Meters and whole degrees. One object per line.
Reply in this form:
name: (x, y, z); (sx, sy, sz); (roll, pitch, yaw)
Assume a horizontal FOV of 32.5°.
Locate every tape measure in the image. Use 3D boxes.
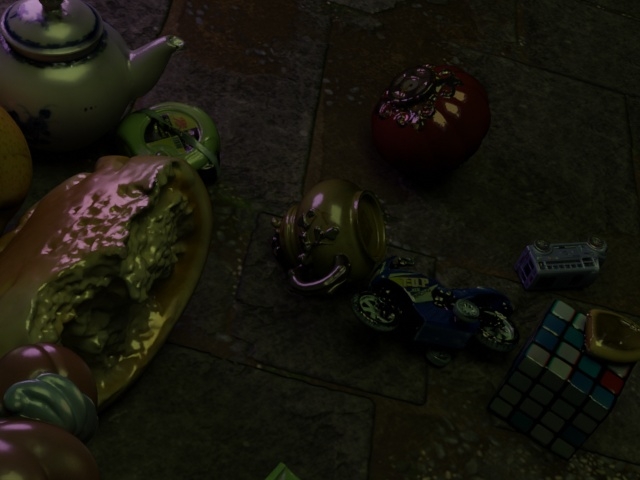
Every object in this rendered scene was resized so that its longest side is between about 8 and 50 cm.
tape measure: (-0.253, -0.148, 1.840); (0.175, 0.106, 0.200); (-23, 57, -20)

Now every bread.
bread: (-0.323, 0.047, 1.464); (0.245, 0.329, 0.424); (31, 57, 9)

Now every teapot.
teapot: (0.000, 0.000, 1.770); (0.182, 0.173, 0.269); (-9, 37, 24)
teapot: (-0.430, -0.293, 1.772); (0.423, 0.280, 0.252); (3, 46, -6)

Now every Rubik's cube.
Rubik's cube: (0.375, 0.215, 1.700); (0.155, 0.154, 0.151); (33, 46, 11)

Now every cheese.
cheese: (0.479, 0.158, 1.658); (0.162, 0.036, 0.086); (17, 46, -6)

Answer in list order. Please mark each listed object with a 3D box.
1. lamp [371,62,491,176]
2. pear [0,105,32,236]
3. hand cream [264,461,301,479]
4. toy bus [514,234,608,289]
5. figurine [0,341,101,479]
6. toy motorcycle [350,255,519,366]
lamp: (0.205, -0.216, 2.016); (0.226, 0.227, 0.227); (11, 45, -11)
pear: (-0.574, -0.100, 1.545); (0.314, 0.314, 0.314); (11, 45, -11)
hand cream: (-0.011, 0.377, 1.475); (0.175, 0.046, 0.095); (35, 48, 15)
toy bus: (0.434, 0.044, 1.945); (0.167, 0.073, 0.076); (-3, 52, -19)
figurine: (-0.293, 0.331, 1.196); (0.276, 0.248, 0.388); (-33, 107, -21)
toy motorcycle: (0.182, 0.104, 1.768); (0.315, 0.113, 0.169); (12, 35, -23)
